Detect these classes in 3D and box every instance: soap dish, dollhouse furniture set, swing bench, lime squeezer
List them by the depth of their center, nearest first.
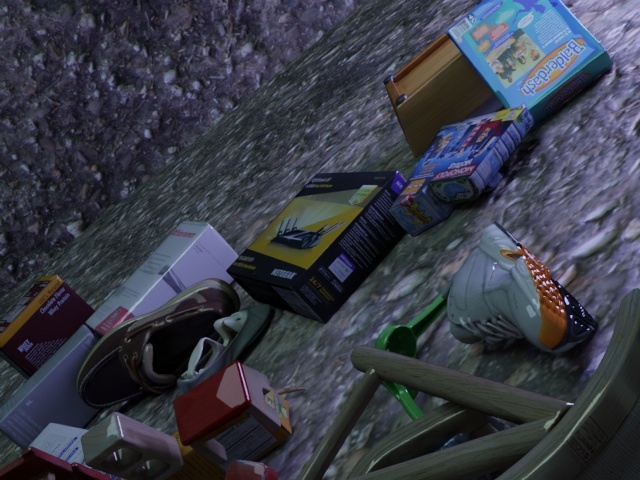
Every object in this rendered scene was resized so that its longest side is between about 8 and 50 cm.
[{"bbox_3d":[0.140,0.186,0.577,0.255,0.253,0.165,-18,31,53],"label":"swing bench"},{"bbox_3d":[0.111,0.143,1.078,0.110,0.058,0.310,-3,30,12],"label":"lime squeezer"},{"bbox_3d":[-0.222,0.304,1.111,0.374,0.152,0.201,-34,50,15],"label":"dollhouse furniture set"},{"bbox_3d":[0.240,-0.282,1.620,0.291,0.118,0.229,-40,19,13],"label":"soap dish"}]

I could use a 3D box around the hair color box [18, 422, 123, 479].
[{"bbox_3d":[-0.382,0.382,1.442,0.185,0.110,0.339,-50,18,-25],"label":"hair color box"}]

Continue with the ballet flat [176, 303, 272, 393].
[{"bbox_3d":[-0.150,0.161,1.514,0.072,0.068,0.213,-19,30,50],"label":"ballet flat"}]

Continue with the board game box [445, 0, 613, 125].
[{"bbox_3d":[0.305,-0.286,1.430,0.160,0.047,0.210,-37,56,14],"label":"board game box"}]

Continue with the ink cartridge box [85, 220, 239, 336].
[{"bbox_3d":[-0.299,0.104,1.865,0.283,0.117,0.207,-48,19,-14],"label":"ink cartridge box"}]

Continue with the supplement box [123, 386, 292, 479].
[{"bbox_3d":[-0.148,0.275,1.246,0.233,0.080,0.078,-37,21,10],"label":"supplement box"}]

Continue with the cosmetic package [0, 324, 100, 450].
[{"bbox_3d":[-0.482,0.289,1.820,0.238,0.127,0.107,-47,18,-7],"label":"cosmetic package"}]

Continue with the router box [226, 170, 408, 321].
[{"bbox_3d":[0.000,0.000,1.543,0.243,0.081,0.309,-48,19,-15],"label":"router box"}]

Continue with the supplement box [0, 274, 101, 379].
[{"bbox_3d":[-0.581,0.209,2.086,0.191,0.194,0.129,-51,20,-22],"label":"supplement box"}]

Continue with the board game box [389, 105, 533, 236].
[{"bbox_3d":[0.196,-0.095,1.387,0.194,0.060,0.194,-51,20,-21],"label":"board game box"}]

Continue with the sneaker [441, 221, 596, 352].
[{"bbox_3d":[0.192,0.075,0.996,0.121,0.099,0.262,-47,10,10],"label":"sneaker"}]

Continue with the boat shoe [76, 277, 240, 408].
[{"bbox_3d":[-0.286,0.195,1.646,0.342,0.123,0.123,-32,19,13],"label":"boat shoe"}]

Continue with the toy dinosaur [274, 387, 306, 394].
[{"bbox_3d":[-0.125,0.225,1.330,0.112,0.064,0.211,-51,20,-26],"label":"toy dinosaur"}]
